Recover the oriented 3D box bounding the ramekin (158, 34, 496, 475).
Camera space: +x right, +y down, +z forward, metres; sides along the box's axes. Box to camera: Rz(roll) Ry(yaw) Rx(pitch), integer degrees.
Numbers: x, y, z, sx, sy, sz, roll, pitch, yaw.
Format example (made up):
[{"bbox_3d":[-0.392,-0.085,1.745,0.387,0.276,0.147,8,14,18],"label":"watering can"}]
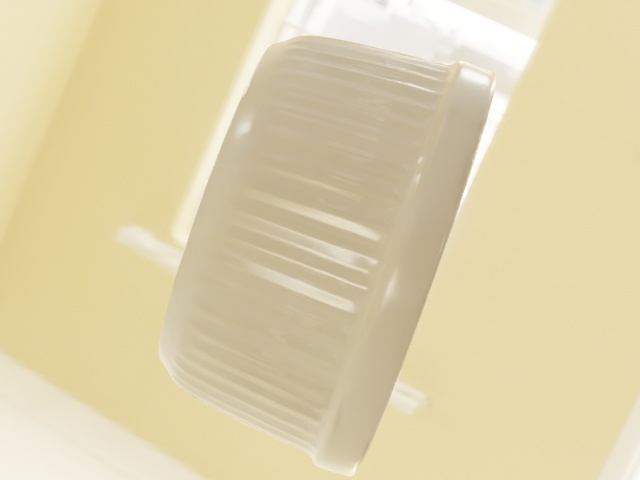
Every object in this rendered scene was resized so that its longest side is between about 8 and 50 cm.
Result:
[{"bbox_3d":[0.000,0.000,0.794,0.109,0.207,0.207,19,-171,2],"label":"ramekin"}]
